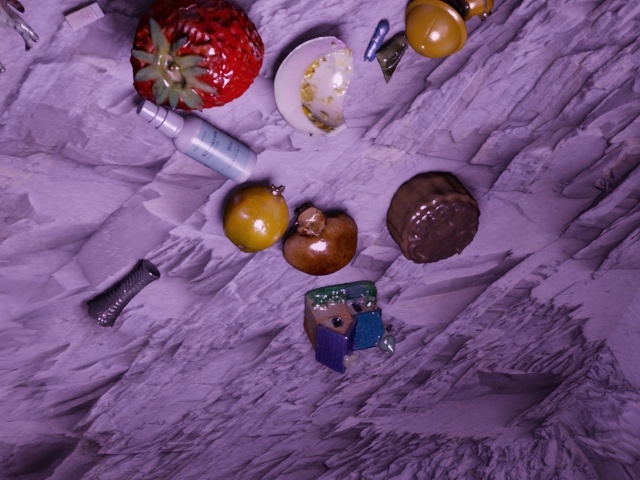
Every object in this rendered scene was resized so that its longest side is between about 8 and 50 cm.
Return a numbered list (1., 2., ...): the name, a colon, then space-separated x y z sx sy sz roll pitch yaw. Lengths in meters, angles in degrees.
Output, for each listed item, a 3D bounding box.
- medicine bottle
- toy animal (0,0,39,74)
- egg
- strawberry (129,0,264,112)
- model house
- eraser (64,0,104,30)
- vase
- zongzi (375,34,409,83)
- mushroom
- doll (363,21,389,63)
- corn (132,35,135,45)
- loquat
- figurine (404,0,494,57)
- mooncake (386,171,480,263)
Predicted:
1. medicine bottle: -0.345 -0.283 1.553 0.352 0.110 0.110 28 112 -36
2. toy animal: -0.777 -0.454 1.264 0.255 0.090 0.170 -24 128 -7
3. egg: -0.016 -0.414 1.558 0.206 0.162 0.271 8 91 10
4. strawberry: -0.278 -0.465 1.320 0.292 0.310 0.291 10 144 7
5. model house: 0.117 0.338 2.109 0.312 0.280 0.245 -7 128 -18
6. eraser: -0.562 -0.537 1.328 0.083 0.019 0.038 -26 130 -1
7. vase: -0.628 0.166 1.796 0.237 0.115 0.115 -40 130 6
8. zongzi: 0.220 -0.536 1.635 0.109 0.055 0.119 -43 150 -3
9. mushroom: 0.000 0.004 1.862 0.263 0.195 0.283 -31 131 10
10. doll: 0.160 -0.567 1.596 0.037 0.027 0.125 12 123 -28
11. corn: -0.406 -0.444 1.433 0.067 0.067 0.206 -33 130 5
12. loquat: -0.187 -0.082 1.715 0.213 0.213 0.246 24 117 -34
13. figurine: 0.357 -0.621 1.544 0.257 0.167 0.192 -37 117 5
14. mooncake: 0.403 -0.074 1.971 0.324 0.187 0.324 -12 132 -14
